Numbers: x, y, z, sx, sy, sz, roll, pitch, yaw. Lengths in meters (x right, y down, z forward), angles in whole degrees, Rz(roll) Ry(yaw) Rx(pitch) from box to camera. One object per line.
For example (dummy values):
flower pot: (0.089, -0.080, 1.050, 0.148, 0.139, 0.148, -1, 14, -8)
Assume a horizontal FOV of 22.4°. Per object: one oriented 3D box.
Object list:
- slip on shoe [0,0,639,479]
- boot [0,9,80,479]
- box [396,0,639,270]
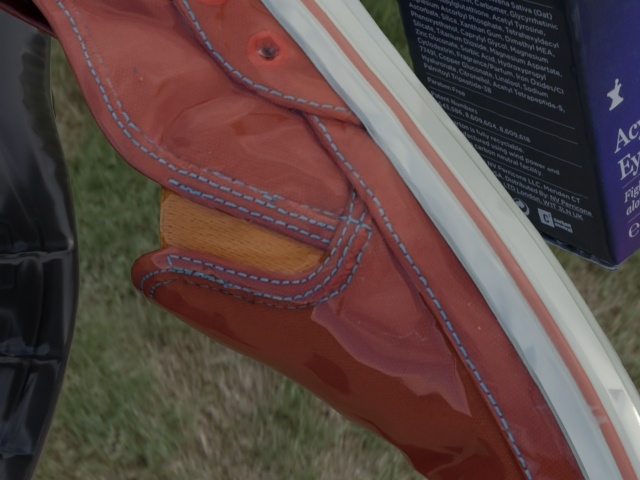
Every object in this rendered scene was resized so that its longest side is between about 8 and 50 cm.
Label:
slip on shoe: (0.000, 0.000, 0.472, 0.101, 0.123, 0.331, -37, 78, 0)
boot: (-0.181, 0.033, 0.696, 0.138, 0.284, 0.377, 2, 61, -12)
box: (0.119, -0.121, 0.682, 0.153, 0.207, 0.108, -39, 42, -23)
